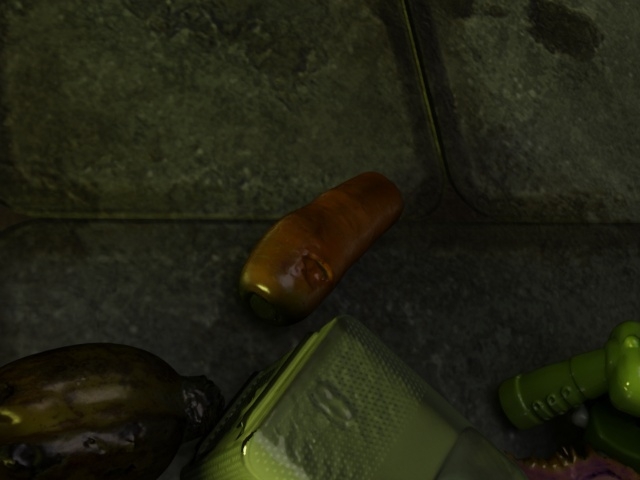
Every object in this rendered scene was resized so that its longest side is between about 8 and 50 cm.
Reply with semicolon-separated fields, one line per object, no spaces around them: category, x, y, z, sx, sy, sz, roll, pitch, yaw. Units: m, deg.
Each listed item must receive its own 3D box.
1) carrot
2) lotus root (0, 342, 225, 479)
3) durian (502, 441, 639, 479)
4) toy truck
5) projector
carrot;0.000;0.000;0.778;0.087;0.087;0.193;44;55;-2
lotus root;-0.173;0.138;0.614;0.209;0.120;0.120;-4;70;-24
durian;0.232;0.338;0.722;0.191;0.112;0.341;-5;81;-35
toy truck;0.305;0.157;0.791;0.210;0.187;0.148;33;41;-8
projector;0.032;0.198;0.647;0.242;0.177;0.163;44;57;-3
